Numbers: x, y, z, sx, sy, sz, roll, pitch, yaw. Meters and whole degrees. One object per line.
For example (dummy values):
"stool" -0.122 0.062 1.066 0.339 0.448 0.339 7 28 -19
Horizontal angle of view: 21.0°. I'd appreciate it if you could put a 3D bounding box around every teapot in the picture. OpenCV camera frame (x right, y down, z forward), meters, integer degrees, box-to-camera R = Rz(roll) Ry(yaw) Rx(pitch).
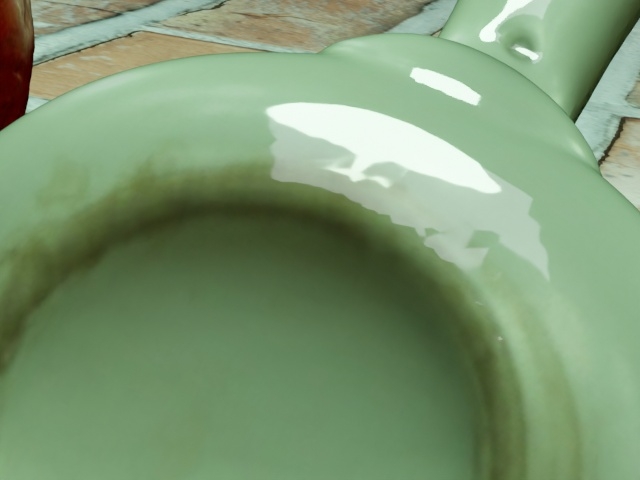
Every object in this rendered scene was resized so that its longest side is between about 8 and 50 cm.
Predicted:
"teapot" 0.029 0.022 0.407 0.220 0.318 0.149 49 -7 19

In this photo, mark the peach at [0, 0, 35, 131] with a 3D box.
"peach" -0.189 -0.079 0.673 0.158 0.267 0.154 13 1 12
